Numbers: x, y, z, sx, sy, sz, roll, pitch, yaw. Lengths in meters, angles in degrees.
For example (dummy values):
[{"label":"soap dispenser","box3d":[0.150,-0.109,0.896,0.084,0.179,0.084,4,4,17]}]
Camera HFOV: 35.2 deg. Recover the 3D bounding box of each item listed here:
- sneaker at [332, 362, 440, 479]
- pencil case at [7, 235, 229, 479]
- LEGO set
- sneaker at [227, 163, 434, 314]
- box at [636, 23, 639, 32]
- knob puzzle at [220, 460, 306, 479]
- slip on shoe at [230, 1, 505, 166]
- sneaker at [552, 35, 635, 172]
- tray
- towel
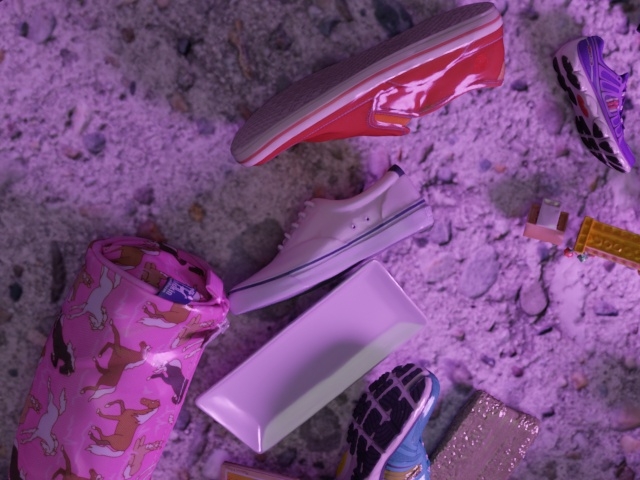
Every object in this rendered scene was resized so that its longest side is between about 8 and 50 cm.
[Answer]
[{"label":"sneaker","box3d":[0.088,0.272,1.247,0.109,0.107,0.275,11,113,-22]},{"label":"pencil case","box3d":[-0.240,0.192,1.142,0.160,0.167,0.386,8,109,-52]},{"label":"LEGO set","box3d":[0.390,-0.005,1.219,0.286,0.107,0.132,-15,72,1]},{"label":"sneaker","box3d":[0.000,0.000,1.164,0.258,0.094,0.091,-28,84,0]},{"label":"box","box3d":[0.475,-0.267,1.139,0.155,0.093,0.158,27,99,-14]},{"label":"knob puzzle","box3d":[-0.049,0.378,1.236,0.213,0.030,0.213,8,112,20]},{"label":"slip on shoe","box3d":[0.058,-0.152,1.107,0.331,0.123,0.101,-25,111,-5]},{"label":"sneaker","box3d":[0.333,-0.157,1.167,0.071,0.068,0.170,-27,107,-5]},{"label":"tray","box3d":[-0.010,0.136,1.202,0.270,0.030,0.145,-39,131,4]},{"label":"towel","box3d":[0.203,0.269,1.288,0.110,0.027,0.148,28,101,-13]}]
